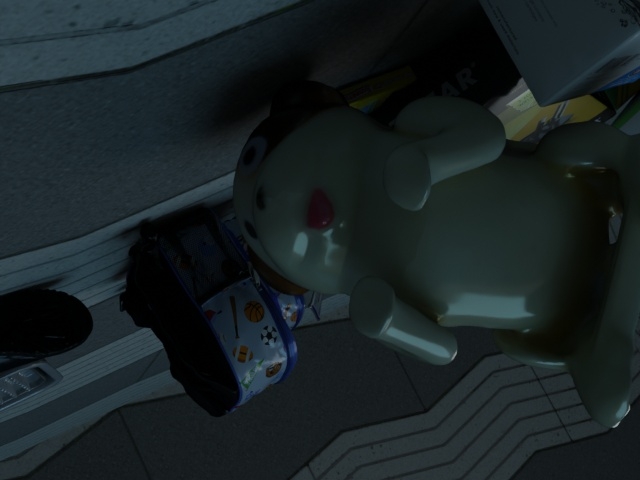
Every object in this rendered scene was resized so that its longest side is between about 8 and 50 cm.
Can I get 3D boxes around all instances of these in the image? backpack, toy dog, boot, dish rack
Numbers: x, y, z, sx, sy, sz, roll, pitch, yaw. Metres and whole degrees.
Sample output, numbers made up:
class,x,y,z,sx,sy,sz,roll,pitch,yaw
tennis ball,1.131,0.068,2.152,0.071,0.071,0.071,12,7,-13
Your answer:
class,x,y,z,sx,sy,sz,roll,pitch,yaw
backpack,-0.146,0.105,1.292,0.213,0.263,0.276,-23,169,-21
toy dog,0.113,-0.038,0.939,0.408,0.284,0.395,10,-156,3
boot,-0.453,0.159,1.236,0.247,0.094,0.207,-12,159,-35
dish rack,-0.590,0.254,1.447,0.333,0.072,0.285,-25,169,-14

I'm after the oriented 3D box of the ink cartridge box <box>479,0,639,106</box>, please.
class,x,y,z,sx,sy,sz,roll,pitch,yaw
ink cartridge box,0.286,-0.262,0.822,0.171,0.168,0.233,-18,167,-39

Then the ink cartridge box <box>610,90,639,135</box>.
class,x,y,z,sx,sy,sz,roll,pitch,yaw
ink cartridge box,0.531,-0.215,1.259,0.198,0.115,0.273,-49,174,35

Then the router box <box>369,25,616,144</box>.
class,x,y,z,sx,sy,sz,roll,pitch,yaw
router box,0.189,-0.136,1.163,0.309,0.081,0.243,-34,154,29

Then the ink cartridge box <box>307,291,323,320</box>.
class,x,y,z,sx,sy,sz,roll,pitch,yaw
ink cartridge box,0.000,0.000,1.354,0.045,0.223,0.223,14,170,5

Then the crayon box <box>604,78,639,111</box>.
class,x,y,z,sx,sy,sz,roll,pitch,yaw
crayon box,0.462,-0.287,1.252,0.202,0.081,0.318,-44,174,-14

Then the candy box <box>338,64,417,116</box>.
class,x,y,z,sx,sy,sz,roll,pitch,yaw
candy box,0.043,-0.152,1.162,0.105,0.027,0.206,-21,168,-19
